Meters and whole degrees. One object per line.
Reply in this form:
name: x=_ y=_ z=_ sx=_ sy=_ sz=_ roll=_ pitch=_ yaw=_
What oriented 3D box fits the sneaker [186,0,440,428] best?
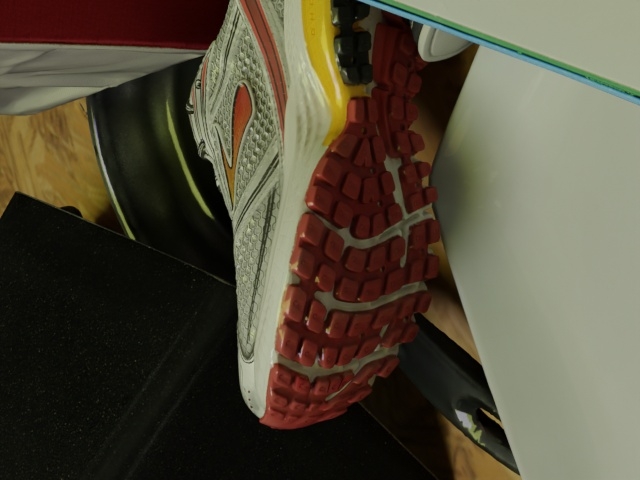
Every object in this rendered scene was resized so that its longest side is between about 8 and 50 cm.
sneaker: x=-0.006 y=-0.034 z=0.807 sx=0.092 sy=0.088 sz=0.225 roll=-2 pitch=80 yaw=42

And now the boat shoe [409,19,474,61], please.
boat shoe: x=0.061 y=-0.124 z=0.745 sx=0.038 sy=0.046 sz=0.125 roll=50 pitch=140 yaw=25

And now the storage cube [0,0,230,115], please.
storage cube: x=-0.168 y=-0.163 z=0.861 sx=0.183 sy=0.215 sz=0.193 roll=-10 pitch=84 yaw=50

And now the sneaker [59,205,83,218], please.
sneaker: x=-0.142 y=0.096 z=1.127 sx=0.130 sy=0.109 sz=0.286 roll=40 pitch=148 yaw=25

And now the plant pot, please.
plant pot: x=-0.090 y=0.112 z=0.918 sx=0.187 sy=0.167 sz=0.188 roll=20 pitch=159 yaw=47

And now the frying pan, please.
frying pan: x=-0.005 y=-0.028 z=0.892 sx=0.326 sy=0.053 sz=0.197 roll=17 pitch=123 yaw=47

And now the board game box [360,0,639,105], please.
board game box: x=0.123 y=-0.188 z=0.493 sx=0.242 sy=0.064 sz=0.317 roll=28 pitch=107 yaw=44

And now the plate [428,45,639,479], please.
plate: x=0.125 y=-0.010 z=0.655 sx=0.277 sy=0.045 sz=0.278 roll=111 pitch=151 yaw=-46
